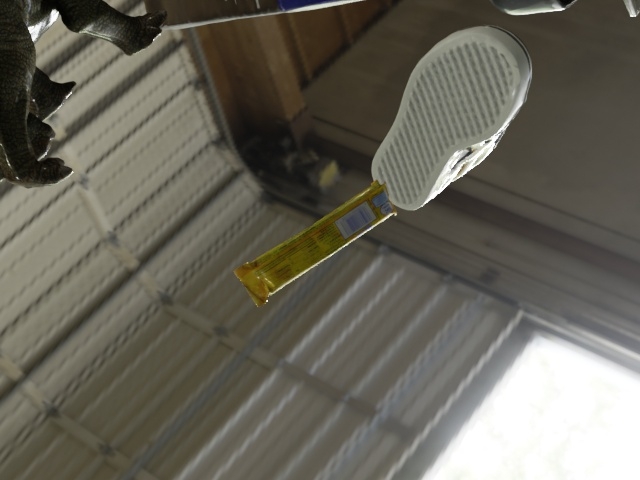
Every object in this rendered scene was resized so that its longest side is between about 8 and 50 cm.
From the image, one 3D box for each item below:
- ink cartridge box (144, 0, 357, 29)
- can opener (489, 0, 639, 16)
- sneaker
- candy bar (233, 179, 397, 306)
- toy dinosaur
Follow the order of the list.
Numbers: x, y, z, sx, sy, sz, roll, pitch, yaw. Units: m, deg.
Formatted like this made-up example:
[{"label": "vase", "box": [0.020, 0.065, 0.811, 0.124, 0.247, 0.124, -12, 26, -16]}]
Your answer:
[{"label": "ink cartridge box", "box": [-0.052, -0.233, 0.741, 0.069, 0.371, 0.175, -16, -76, -24]}, {"label": "can opener", "box": [0.139, -0.200, 0.544, 0.076, 0.095, 0.283, 64, -146, -34]}, {"label": "sneaker", "box": [0.168, -0.163, 1.352, 0.127, 0.126, 0.321, -39, -6, -32]}, {"label": "candy bar", "box": [0.000, 0.000, 1.019, 0.161, 0.018, 0.040, -33, -80, -13]}, {"label": "toy dinosaur", "box": [-0.172, -0.114, 0.552, 0.160, 0.121, 0.313, 49, -140, -25]}]
